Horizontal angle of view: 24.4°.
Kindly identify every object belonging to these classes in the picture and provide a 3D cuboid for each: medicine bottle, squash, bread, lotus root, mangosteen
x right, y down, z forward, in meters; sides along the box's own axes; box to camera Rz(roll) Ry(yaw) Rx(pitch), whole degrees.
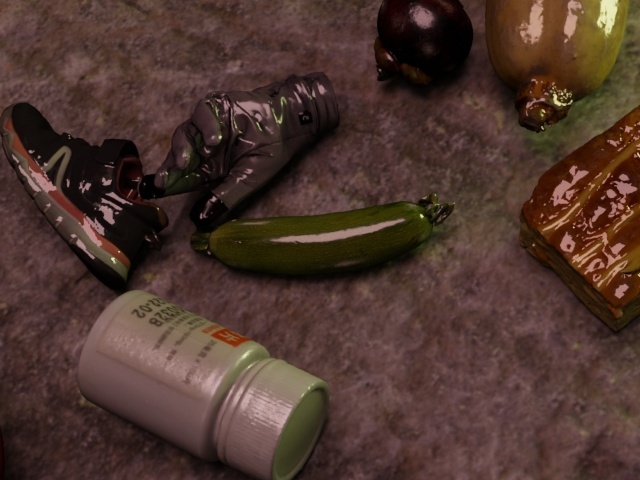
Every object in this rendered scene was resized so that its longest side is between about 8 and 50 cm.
[{"bbox_3d":[-0.126,0.161,1.602,0.252,0.144,0.144,25,68,23],"label":"medicine bottle"},{"bbox_3d":[-0.001,0.001,1.711,0.318,0.071,0.080,-6,23,10],"label":"squash"},{"bbox_3d":[0.370,-0.048,1.651,0.274,0.114,0.185,-37,62,-9],"label":"bread"},{"bbox_3d":[0.283,-0.272,1.769,0.169,0.151,0.343,-3,64,25],"label":"lotus root"},{"bbox_3d":[0.117,-0.246,1.804,0.140,0.140,0.140,-4,61,7],"label":"mangosteen"}]

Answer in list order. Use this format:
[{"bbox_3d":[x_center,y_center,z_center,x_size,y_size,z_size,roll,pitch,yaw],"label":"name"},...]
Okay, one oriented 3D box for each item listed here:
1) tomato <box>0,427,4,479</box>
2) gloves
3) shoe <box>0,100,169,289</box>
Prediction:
[{"bbox_3d":[-0.466,0.261,1.584,0.289,0.176,0.335,9,76,33],"label":"tomato"},{"bbox_3d":[-0.095,-0.111,1.752,0.285,0.142,0.119,-27,14,-34],"label":"gloves"},{"bbox_3d":[-0.281,-0.080,1.773,0.137,0.114,0.291,-37,65,-5],"label":"shoe"}]
